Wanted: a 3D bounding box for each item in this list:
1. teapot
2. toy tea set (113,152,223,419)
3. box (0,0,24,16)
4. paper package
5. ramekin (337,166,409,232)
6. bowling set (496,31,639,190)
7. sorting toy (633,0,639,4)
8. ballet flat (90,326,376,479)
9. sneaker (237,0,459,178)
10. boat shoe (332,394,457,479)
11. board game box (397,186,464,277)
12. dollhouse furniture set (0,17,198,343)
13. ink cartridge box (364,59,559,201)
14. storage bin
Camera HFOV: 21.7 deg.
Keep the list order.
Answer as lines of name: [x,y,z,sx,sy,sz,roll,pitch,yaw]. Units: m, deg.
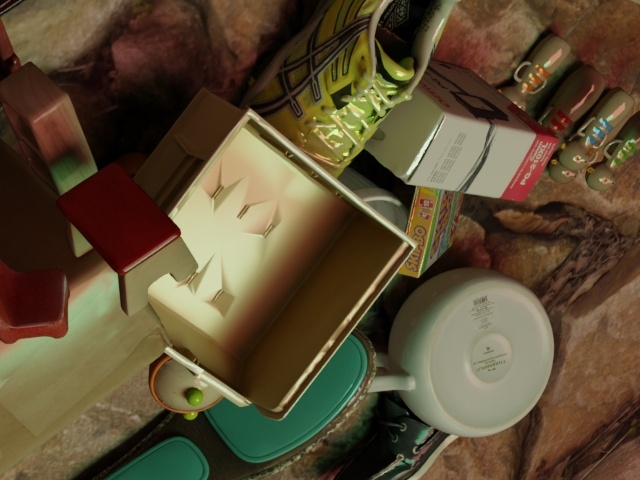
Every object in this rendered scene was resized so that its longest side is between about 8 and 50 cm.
teapot: [0.185,0.150,2.345,0.256,0.187,0.252,32,81,-29]
toy tea set: [-0.163,0.061,1.865,0.200,0.124,0.336,-35,124,11]
box: [-0.259,-0.313,1.421,0.184,0.191,0.045,-35,-172,-11]
paper package: [-0.367,0.072,1.571,0.325,0.309,0.168,-37,142,-14]
ramekin: [0.000,0.000,2.054,0.207,0.109,0.207,-27,142,-24]
bowling set: [0.361,-0.131,2.225,0.154,0.200,0.287,-50,141,9]
sorting toy: [0.438,-0.426,2.088,0.257,0.089,0.255,12,117,-51]
ballet flat: [-0.133,0.271,2.182,0.483,0.164,0.182,-37,166,-2]
sneaker: [0.023,-0.173,1.838,0.145,0.147,0.385,19,107,-28]
boat shoe: [0.140,0.264,2.471,0.340,0.127,0.113,-33,115,-4]
board game box: [0.143,-0.034,2.099,0.259,0.039,0.124,-29,133,-71]
dollhouse furniture set: [-0.303,-0.071,1.443,0.201,0.374,0.152,-36,148,-15]
ink cartridge box: [0.144,-0.140,2.002,0.237,0.172,0.100,7,119,-49]
storage bin: [-0.087,0.020,1.765,0.262,0.123,0.260,37,90,-33]
